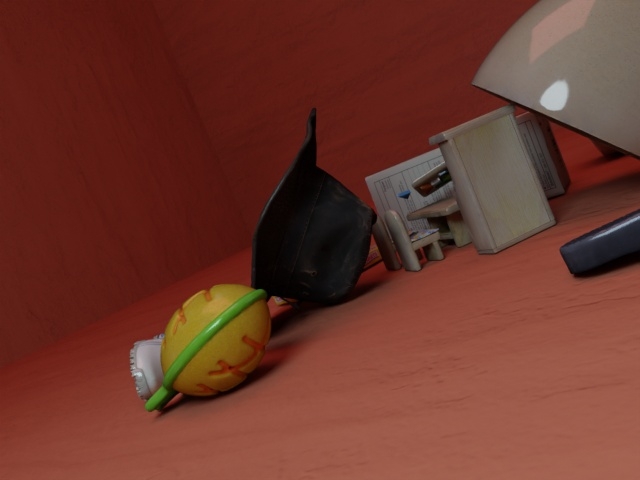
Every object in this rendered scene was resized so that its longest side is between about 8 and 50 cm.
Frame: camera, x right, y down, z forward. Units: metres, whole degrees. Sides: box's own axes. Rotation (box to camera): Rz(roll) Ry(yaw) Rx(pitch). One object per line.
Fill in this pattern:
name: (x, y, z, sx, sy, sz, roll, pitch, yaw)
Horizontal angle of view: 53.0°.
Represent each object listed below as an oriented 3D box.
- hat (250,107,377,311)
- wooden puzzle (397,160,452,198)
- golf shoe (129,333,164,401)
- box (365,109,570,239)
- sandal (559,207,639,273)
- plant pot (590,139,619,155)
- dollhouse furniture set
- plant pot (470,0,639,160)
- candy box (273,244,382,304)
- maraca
hat: (0.000, 0.000, 0.867, 0.133, 0.332, 0.331, 19, 9, 4)
wooden puzzle: (0.181, -0.094, 1.001, 0.116, 0.014, 0.078, -35, -22, 21)
golf shoe: (-0.180, 0.144, 0.811, 0.085, 0.069, 0.176, -16, 6, 6)
box: (0.251, -0.105, 1.114, 0.311, 0.148, 0.121, -19, 5, 29)
sandal: (0.320, -0.025, 0.505, 0.254, 0.055, 0.097, -31, -9, 37)
plant pot: (0.594, -0.284, 1.153, 0.274, 0.256, 0.256, -38, -1, 20)
dollhouse furniture set: (0.192, -0.073, 0.903, 0.212, 0.161, 0.242, -24, 5, -15)
plant pot: (0.363, -0.232, 0.822, 0.191, 0.284, 0.284, -66, -10, 17)
candy box: (0.025, 0.054, 1.089, 0.205, 0.027, 0.105, -26, 3, -38)
maraca: (-0.118, 0.115, 0.671, 0.186, 0.099, 0.127, -50, -13, 31)
